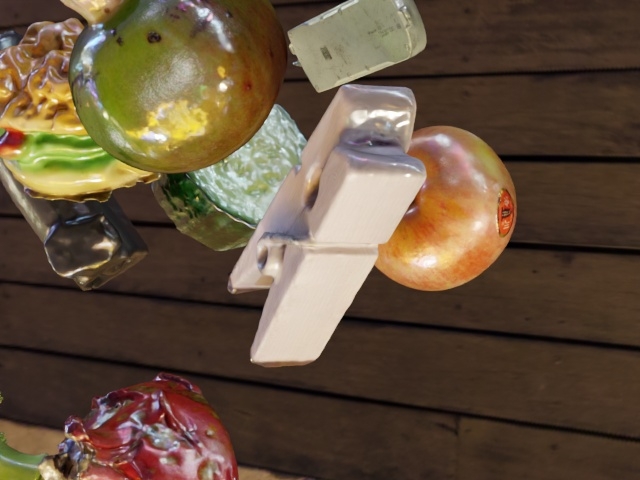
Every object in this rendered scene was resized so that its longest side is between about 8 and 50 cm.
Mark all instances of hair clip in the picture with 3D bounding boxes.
[{"bbox_3d":[-0.004,-0.001,0.912,0.331,0.085,0.101,119,150,-57],"label":"hair clip"}]

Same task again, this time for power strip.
[{"bbox_3d":[0.033,-0.214,1.162,0.227,0.029,0.080,-9,111,57],"label":"power strip"}]

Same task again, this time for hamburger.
[{"bbox_3d":[-0.254,-0.157,1.159,0.237,0.237,0.149,14,135,28],"label":"hamburger"}]

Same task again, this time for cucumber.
[{"bbox_3d":[-0.103,-0.083,1.403,0.130,0.191,0.191,-19,78,58],"label":"cucumber"}]

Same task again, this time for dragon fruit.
[{"bbox_3d":[-0.217,0.248,1.282,0.262,0.211,0.134,47,118,34],"label":"dragon fruit"}]

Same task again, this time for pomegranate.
[{"bbox_3d":[-0.130,-0.155,0.862,0.180,0.180,0.209,-34,114,23],"label":"pomegranate"}]

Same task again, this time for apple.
[{"bbox_3d":[0.145,-0.040,1.374,0.209,0.164,0.209,-22,55,36],"label":"apple"}]

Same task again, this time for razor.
[{"bbox_3d":[-0.335,-0.097,1.354,0.107,0.189,0.327,-28,89,4],"label":"razor"}]

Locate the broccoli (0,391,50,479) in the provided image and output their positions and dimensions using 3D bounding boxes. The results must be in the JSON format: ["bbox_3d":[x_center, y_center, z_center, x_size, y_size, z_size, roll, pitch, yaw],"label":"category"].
[{"bbox_3d":[-0.509,0.272,1.578,0.302,0.254,0.186,-17,41,35],"label":"broccoli"}]
